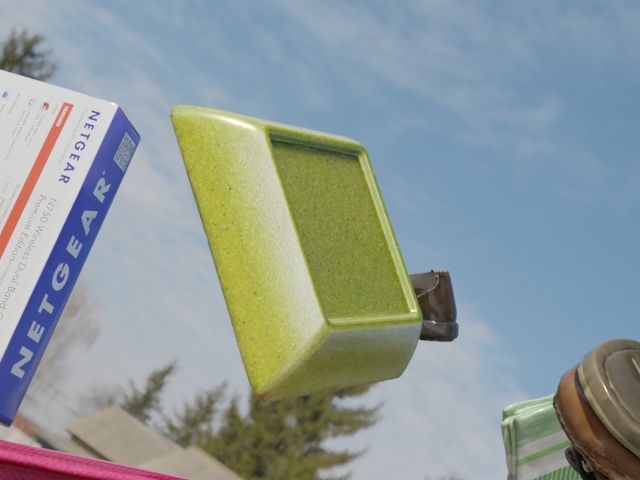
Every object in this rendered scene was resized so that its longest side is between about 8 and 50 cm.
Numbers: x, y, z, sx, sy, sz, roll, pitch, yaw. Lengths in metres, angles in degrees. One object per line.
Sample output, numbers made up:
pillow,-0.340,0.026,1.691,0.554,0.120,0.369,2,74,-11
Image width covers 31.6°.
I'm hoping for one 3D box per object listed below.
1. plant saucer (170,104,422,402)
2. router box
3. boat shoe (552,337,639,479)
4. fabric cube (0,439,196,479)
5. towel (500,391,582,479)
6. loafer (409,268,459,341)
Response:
plant saucer,0.000,0.000,0.729,0.045,0.188,0.188,-24,-13,28
router box,-0.390,-0.017,1.151,0.301,0.335,0.082,18,-16,14
boat shoe,0.226,0.149,0.774,0.307,0.104,0.110,24,37,-50
fabric cube,-0.108,0.219,0.437,0.254,0.259,0.258,20,-21,-30
towel,0.362,0.328,1.587,0.038,0.248,0.324,-129,-152,-54
loafer,0.035,0.045,1.096,0.220,0.078,0.080,10,-3,23
